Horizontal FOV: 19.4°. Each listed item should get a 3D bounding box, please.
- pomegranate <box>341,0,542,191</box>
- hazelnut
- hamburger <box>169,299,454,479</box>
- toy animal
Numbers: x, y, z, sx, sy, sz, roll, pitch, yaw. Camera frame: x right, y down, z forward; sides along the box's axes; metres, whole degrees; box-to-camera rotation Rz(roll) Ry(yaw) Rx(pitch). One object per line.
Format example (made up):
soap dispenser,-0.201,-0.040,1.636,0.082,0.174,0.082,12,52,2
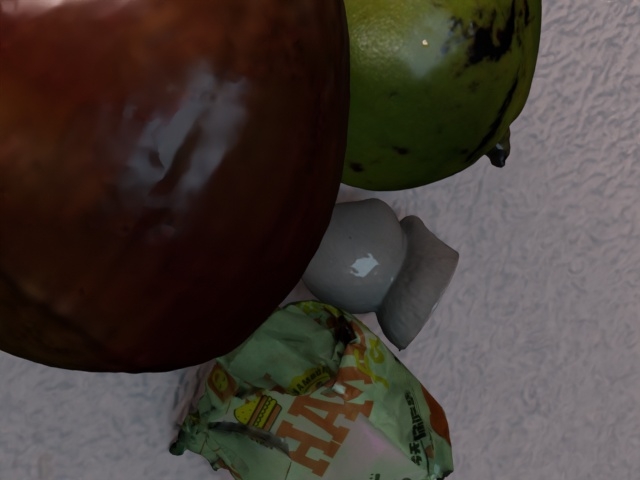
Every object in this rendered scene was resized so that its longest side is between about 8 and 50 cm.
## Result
pomegranate,0.038,-0.194,1.489,0.260,0.260,0.340,-45,115,-8
hazelnut,-0.163,-0.111,1.313,0.353,0.421,0.420,13,99,-34
hamburger,-0.021,0.149,1.605,0.214,0.235,0.125,48,41,-26
toy animal,0.001,0.002,1.619,0.221,0.131,0.103,26,124,-1
